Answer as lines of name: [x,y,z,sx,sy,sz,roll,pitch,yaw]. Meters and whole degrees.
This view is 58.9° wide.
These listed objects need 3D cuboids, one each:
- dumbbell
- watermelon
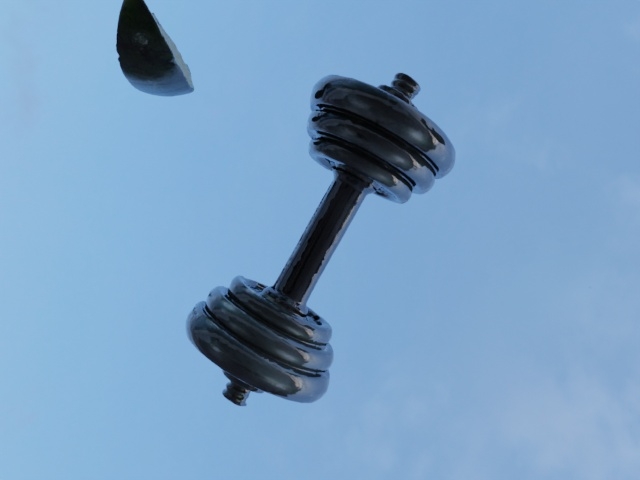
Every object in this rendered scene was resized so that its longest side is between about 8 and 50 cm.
dumbbell: [0.000,0.000,0.627,0.179,0.179,0.406,29,-89,25]
watermelon: [-0.199,-0.234,0.739,0.075,0.181,0.092,18,-102,9]
